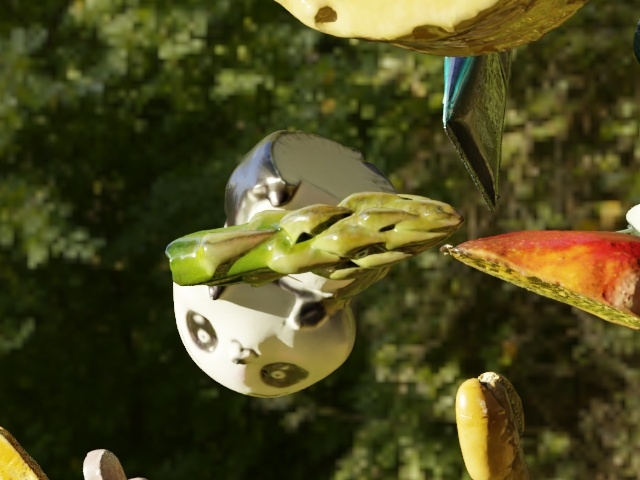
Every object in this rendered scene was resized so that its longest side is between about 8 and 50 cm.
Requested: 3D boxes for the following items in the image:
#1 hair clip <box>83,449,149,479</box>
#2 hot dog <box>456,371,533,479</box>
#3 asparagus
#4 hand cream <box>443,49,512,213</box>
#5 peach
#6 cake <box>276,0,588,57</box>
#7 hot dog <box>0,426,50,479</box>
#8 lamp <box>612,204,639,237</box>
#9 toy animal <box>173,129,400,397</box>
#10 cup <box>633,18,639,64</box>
[{"bbox_3d":[-0.172,0.329,1.847,0.075,0.257,0.146,-14,21,28],"label":"hair clip"},{"bbox_3d":[0.183,0.206,1.936,0.060,0.140,0.090,1,13,29],"label":"hot dog"},{"bbox_3d":[0.000,0.000,1.635,0.287,0.080,0.080,-11,-11,31],"label":"asparagus"},{"bbox_3d":[0.157,-0.154,1.889,0.061,0.270,0.120,-14,-51,22],"label":"hand cream"},{"bbox_3d":[0.219,0.026,1.454,0.279,0.068,0.189,22,-7,-27],"label":"peach"},{"bbox_3d":[0.109,-0.295,1.406,0.332,0.332,0.321,-2,2,25],"label":"cake"},{"bbox_3d":[-0.196,0.174,1.199,0.056,0.133,0.041,-35,-22,-19],"label":"hot dog"},{"bbox_3d":[0.322,-0.003,2.308,0.198,0.050,0.056,-13,-15,-18],"label":"lamp"},{"bbox_3d":[-0.046,0.043,2.290,0.251,0.310,0.251,28,24,-14],"label":"toy animal"},{"bbox_3d":[0.306,-0.127,1.364,0.131,0.155,0.176,-39,-39,11],"label":"cup"}]
